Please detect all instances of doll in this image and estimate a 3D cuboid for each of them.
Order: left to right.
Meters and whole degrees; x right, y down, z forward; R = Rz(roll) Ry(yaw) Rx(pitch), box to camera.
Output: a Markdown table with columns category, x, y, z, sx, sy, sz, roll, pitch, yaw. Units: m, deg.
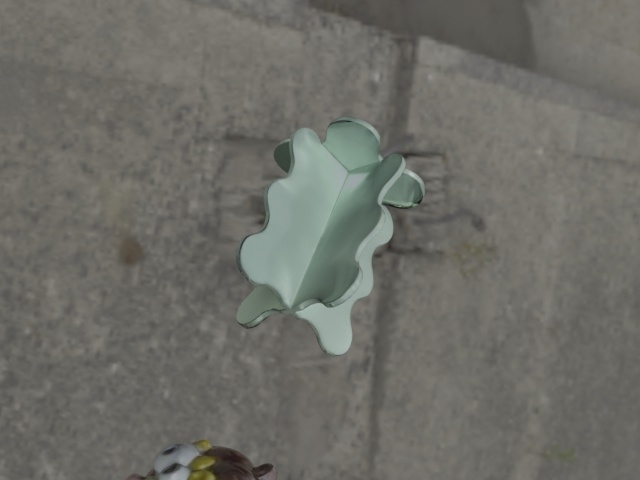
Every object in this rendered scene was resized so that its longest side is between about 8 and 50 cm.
| category | x | y | z | sx | sy | sz | roll | pitch | yaw |
| --- | --- | --- | --- | --- | --- | --- | --- | --- | --- |
| doll | -0.125 | 0.226 | 0.982 | 0.188 | 0.145 | 0.096 | -26 | 104 | -27 |

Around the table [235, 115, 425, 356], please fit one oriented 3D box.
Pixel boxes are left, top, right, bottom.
| category | x | y | z | sx | sy | sz | roll | pitch | yaw |
| --- | --- | --- | --- | --- | --- | --- | --- | --- | --- |
| table | 0.000 | 0.000 | 1.224 | 0.166 | 0.166 | 0.198 | 67 | 35 | -44 |
